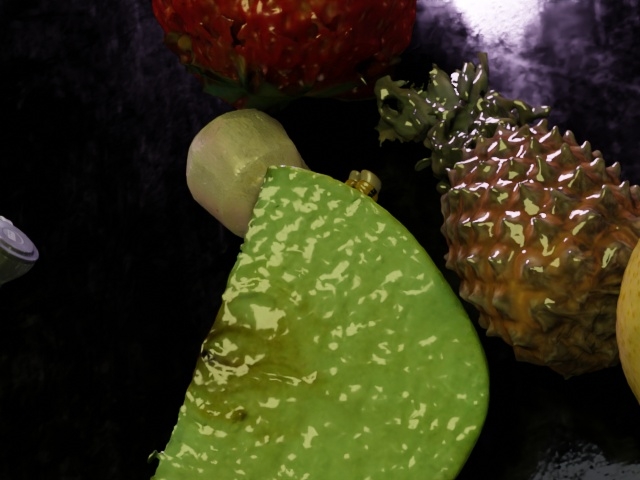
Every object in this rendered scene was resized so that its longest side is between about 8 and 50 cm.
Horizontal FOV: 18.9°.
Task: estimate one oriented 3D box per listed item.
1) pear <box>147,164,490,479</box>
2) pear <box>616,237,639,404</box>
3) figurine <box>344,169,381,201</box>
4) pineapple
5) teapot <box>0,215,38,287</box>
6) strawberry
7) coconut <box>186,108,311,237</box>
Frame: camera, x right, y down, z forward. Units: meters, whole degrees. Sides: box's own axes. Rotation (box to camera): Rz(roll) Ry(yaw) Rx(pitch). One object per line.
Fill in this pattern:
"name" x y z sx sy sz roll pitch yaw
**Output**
"pear" 0.024 0.110 1.558 0.239 0.139 0.288 20 88 14
"pear" 0.334 0.047 1.350 0.271 0.271 0.271 -14 56 21
"figurine" -0.002 -0.001 1.690 0.101 0.068 0.143 -23 29 38
"pineapple" 0.147 -0.041 1.572 0.175 0.175 0.361 -40 45 1
"teapot" -0.313 0.011 1.857 0.057 0.066 0.088 -50 26 14
"strawberry" -0.037 -0.263 1.748 0.250 0.238 0.288 3 84 19
"coconut" -0.068 -0.064 1.742 0.110 0.110 0.124 -42 53 -1
